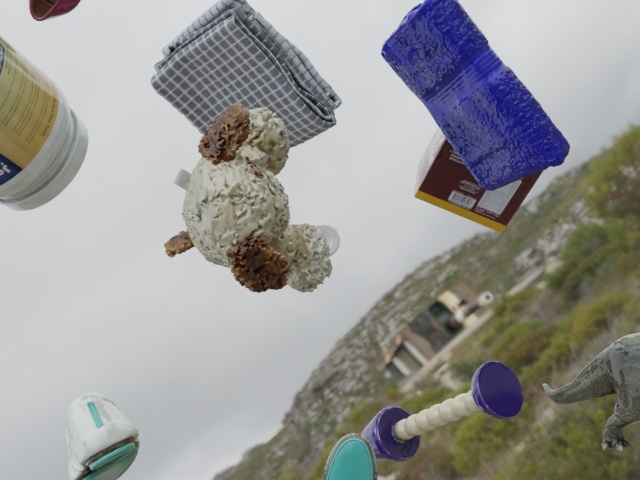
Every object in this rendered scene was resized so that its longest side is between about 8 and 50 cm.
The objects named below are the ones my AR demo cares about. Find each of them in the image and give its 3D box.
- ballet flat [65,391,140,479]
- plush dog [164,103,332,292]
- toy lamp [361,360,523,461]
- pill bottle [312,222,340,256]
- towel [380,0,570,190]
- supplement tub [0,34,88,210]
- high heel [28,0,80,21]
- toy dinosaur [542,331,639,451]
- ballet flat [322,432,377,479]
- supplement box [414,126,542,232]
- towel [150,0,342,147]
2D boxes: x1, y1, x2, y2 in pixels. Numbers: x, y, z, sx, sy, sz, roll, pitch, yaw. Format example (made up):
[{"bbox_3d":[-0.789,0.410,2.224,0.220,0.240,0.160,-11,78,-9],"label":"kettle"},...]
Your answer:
[{"bbox_3d":[-0.398,0.354,1.347,0.139,0.139,0.400,-34,-11,-28],"label":"ballet flat"},{"bbox_3d":[-0.109,-0.040,0.952,0.211,0.262,0.225,-19,-4,-7],"label":"plush dog"},{"bbox_3d":[0.143,0.235,0.992,0.080,0.080,0.275,-29,-10,-40],"label":"toy lamp"},{"bbox_3d":[0.000,0.000,1.707,0.078,0.078,0.137,-41,3,-3],"label":"pill bottle"},{"bbox_3d":[0.220,-0.213,1.141,0.076,0.308,0.227,-40,2,-11],"label":"towel"},{"bbox_3d":[-0.529,-0.201,1.139,0.228,0.228,0.316,-42,-37,1],"label":"supplement tub"},{"bbox_3d":[-0.380,-0.527,1.193,0.181,0.127,0.377,-87,18,-47],"label":"high heel"},{"bbox_3d":[0.382,0.163,0.819,0.121,0.160,0.313,1,2,-24],"label":"toy dinosaur"},{"bbox_3d":[0.035,0.325,0.910,0.070,0.070,0.188,25,-109,-74],"label":"ballet flat"},{"bbox_3d":[0.308,-0.155,1.445,0.129,0.191,0.194,-73,6,-51],"label":"supplement box"},{"bbox_3d":[-0.137,-0.270,1.346,0.235,0.284,0.121,-22,37,40],"label":"towel"}]
